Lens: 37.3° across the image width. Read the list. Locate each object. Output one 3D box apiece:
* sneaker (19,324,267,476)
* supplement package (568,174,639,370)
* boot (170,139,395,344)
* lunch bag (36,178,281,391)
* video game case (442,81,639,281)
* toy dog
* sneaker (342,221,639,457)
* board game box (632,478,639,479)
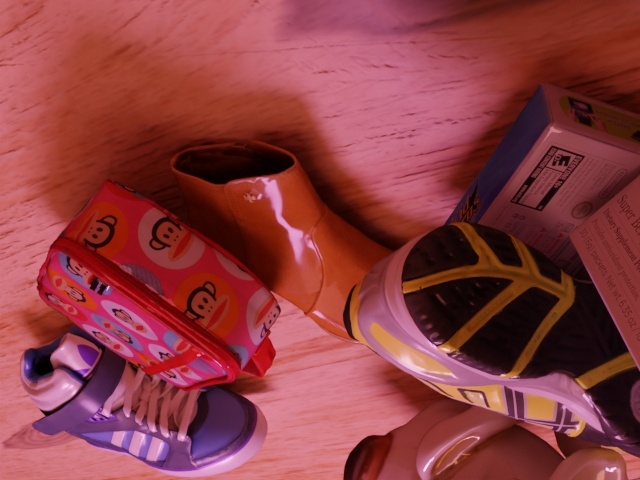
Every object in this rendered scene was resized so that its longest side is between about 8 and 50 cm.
[{"bbox_3d":[-0.256,0.210,1.280,0.322,0.130,0.236,1,145,27],"label":"sneaker"},{"bbox_3d":[0.362,-0.007,0.670,0.175,0.178,0.293,36,113,-24],"label":"supplement package"},{"bbox_3d":[0.000,-0.001,0.946,0.295,0.104,0.211,8,143,17],"label":"boot"},{"bbox_3d":[-0.164,0.067,1.005,0.258,0.120,0.293,36,159,-10],"label":"lunch bag"},{"bbox_3d":[0.241,0.007,0.852,0.244,0.061,0.270,16,135,-14],"label":"video game case"},{"bbox_3d":[0.203,0.335,1.088,0.284,0.396,0.408,22,-176,-26],"label":"toy dog"},{"bbox_3d":[0.193,0.093,0.830,0.384,0.145,0.147,29,156,-26],"label":"sneaker"},{"bbox_3d":[0.475,0.381,1.323,0.154,0.026,0.103,35,138,-24],"label":"board game box"}]
